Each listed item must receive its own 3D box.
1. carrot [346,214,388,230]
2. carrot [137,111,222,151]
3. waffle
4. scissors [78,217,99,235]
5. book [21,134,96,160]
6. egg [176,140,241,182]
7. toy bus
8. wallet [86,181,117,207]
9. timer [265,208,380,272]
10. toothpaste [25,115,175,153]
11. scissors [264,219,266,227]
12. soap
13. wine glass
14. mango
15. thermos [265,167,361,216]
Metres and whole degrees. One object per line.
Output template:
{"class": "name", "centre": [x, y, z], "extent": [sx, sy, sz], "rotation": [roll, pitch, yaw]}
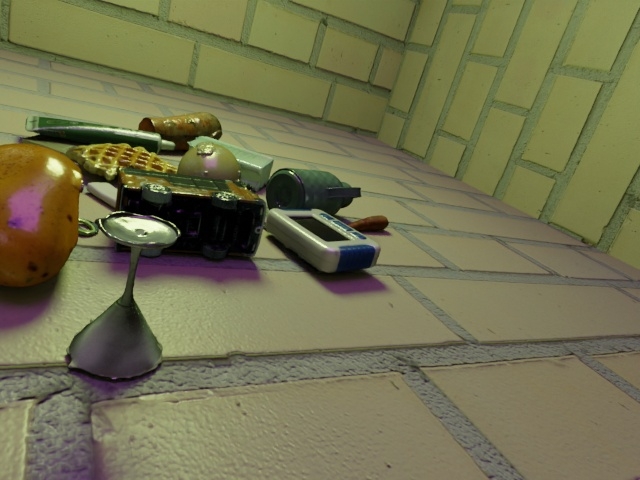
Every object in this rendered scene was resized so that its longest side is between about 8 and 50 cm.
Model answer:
{"class": "carrot", "centre": [0.128, -0.046, 1.407], "extent": [0.216, 0.048, 0.048], "rotation": [-9, 32, -43]}
{"class": "carrot", "centre": [-0.474, -0.370, 1.630], "extent": [0.138, 0.139, 0.301], "rotation": [29, 28, 30]}
{"class": "waffle", "centre": [-0.499, -0.199, 1.235], "extent": [0.249, 0.056, 0.261], "rotation": [30, 25, 21]}
{"class": "scissors", "centre": [-0.514, -0.057, 0.916], "extent": [0.133, 0.020, 0.187], "rotation": [4, 25, -41]}
{"class": "book", "centre": [-0.668, -0.274, 1.361], "extent": [0.214, 0.025, 0.283], "rotation": [18, 20, -1]}
{"class": "egg", "centre": [-0.281, -0.160, 1.194], "extent": [0.164, 0.165, 0.202], "rotation": [14, 26, -9]}
{"class": "toy bus", "centre": [-0.263, -0.055, 0.956], "extent": [0.275, 0.139, 0.167], "rotation": [4, 22, -28]}
{"class": "wallet", "centre": [-0.462, -0.099, 1.064], "extent": [0.122, 0.025, 0.061], "rotation": [27, 23, 25]}
{"class": "timer", "centre": [0.000, 0.000, 1.118], "extent": [0.178, 0.078, 0.253], "rotation": [-3, 27, -40]}
{"class": "toothpaste", "centre": [-0.612, -0.298, 1.359], "extent": [0.391, 0.061, 0.099], "rotation": [3, 32, -31]}
{"class": "scissors", "centre": [-0.157, -0.052, 1.217], "extent": [0.039, 0.012, 0.113], "rotation": [-1, 27, -41]}
{"class": "soap", "centre": [-0.289, -0.250, 1.515], "extent": [0.261, 0.094, 0.150], "rotation": [19, 19, 4]}
{"class": "wine glass", "centre": [-0.237, 0.065, 0.585], "extent": [0.122, 0.183, 0.122], "rotation": [16, 21, -6]}
{"class": "mango", "centre": [-0.462, -0.040, 0.719], "extent": [0.190, 0.160, 0.290], "rotation": [-3, 38, -29]}
{"class": "thermos", "centre": [0.000, -0.131, 1.344], "extent": [0.182, 0.145, 0.286], "rotation": [-2, 4, 40]}
